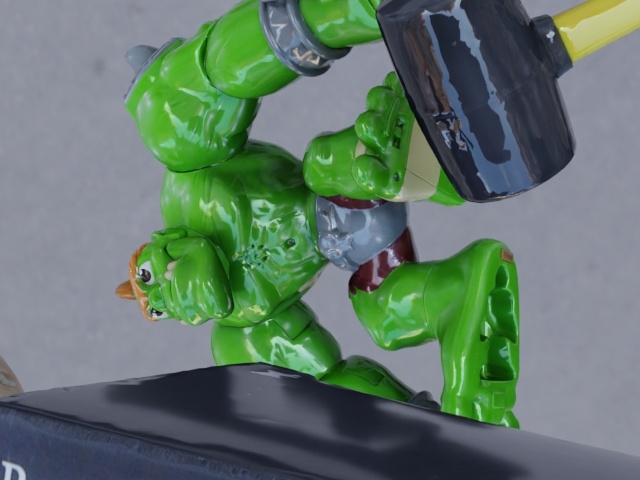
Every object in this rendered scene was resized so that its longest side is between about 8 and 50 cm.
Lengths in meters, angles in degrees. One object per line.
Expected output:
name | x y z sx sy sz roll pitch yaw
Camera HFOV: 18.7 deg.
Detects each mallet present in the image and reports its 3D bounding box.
mallet | 0.103 -0.082 0.508 0.189 0.039 0.062 -32 110 8

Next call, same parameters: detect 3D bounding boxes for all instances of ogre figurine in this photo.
ogre figurine | 0.000 0.000 0.648 0.118 0.097 0.197 1 137 36

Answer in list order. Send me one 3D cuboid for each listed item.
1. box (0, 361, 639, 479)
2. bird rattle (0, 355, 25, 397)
box | 0.018 0.113 0.339 0.156 0.158 0.093 9 -174 32
bird rattle | -0.227 0.151 1.046 0.143 0.253 0.207 18 119 -37
